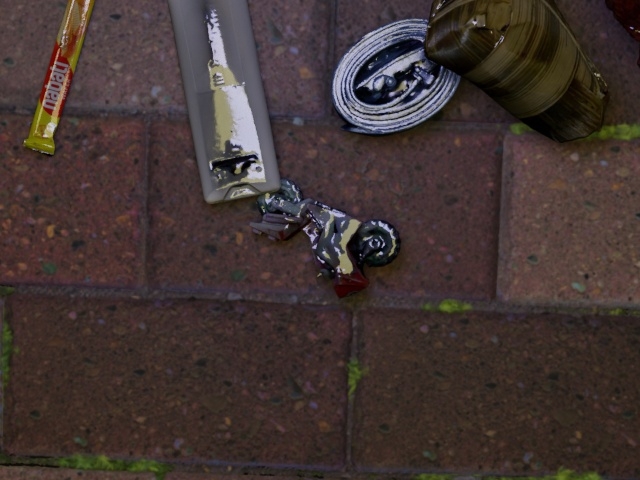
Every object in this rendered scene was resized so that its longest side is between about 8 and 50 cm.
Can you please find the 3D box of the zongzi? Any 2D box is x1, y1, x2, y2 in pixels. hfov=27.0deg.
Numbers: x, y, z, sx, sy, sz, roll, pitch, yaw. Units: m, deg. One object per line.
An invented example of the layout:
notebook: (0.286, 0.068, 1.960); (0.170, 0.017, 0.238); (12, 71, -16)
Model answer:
zongzi: (0.276, -0.298, 1.792); (0.286, 0.288, 0.134); (35, 137, -30)

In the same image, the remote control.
remote control: (-0.136, -0.213, 1.818); (0.109, 0.055, 0.313); (-11, 88, 4)

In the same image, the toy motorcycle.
toy motorcycle: (0.000, 0.000, 1.838); (0.213, 0.082, 0.122); (24, 89, 12)

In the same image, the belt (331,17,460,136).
belt: (0.100, -0.218, 1.811); (0.190, 0.082, 0.141); (-27, 89, 2)

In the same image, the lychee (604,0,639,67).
lychee: (0.484, -0.336, 1.699); (0.264, 0.264, 0.300); (35, 77, -2)

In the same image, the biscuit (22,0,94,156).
biscuit: (-0.352, -0.261, 1.846); (0.048, 0.026, 0.292); (15, 96, -20)
